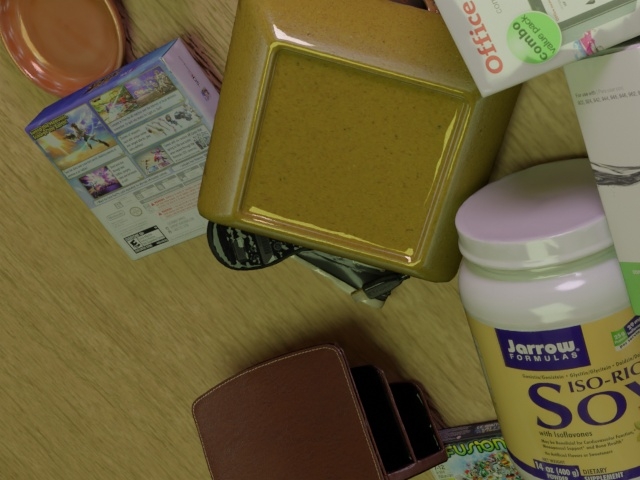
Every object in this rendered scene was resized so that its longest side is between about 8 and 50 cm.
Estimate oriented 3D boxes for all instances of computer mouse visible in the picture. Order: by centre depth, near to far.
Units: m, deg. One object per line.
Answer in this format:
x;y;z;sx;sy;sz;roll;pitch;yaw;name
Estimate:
0.000;0.000;1.496;0.262;0.060;0.184;-22;97;5;computer mouse

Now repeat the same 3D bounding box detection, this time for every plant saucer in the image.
0.037;-0.108;1.349;0.333;0.081;0.332;15;120;0;plant saucer
-0.340;-0.284;1.568;0.200;0.037;0.200;13;124;20;plant saucer

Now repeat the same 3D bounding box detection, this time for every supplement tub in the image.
0.293;0.098;1.332;0.241;0.241;0.331;-6;116;31;supplement tub

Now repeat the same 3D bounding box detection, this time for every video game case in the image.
-0.221;-0.112;1.572;0.270;0.061;0.244;-19;119;35;video game case

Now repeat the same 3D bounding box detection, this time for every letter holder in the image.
-0.012;0.262;1.653;0.302;0.152;0.214;-27;79;37;letter holder

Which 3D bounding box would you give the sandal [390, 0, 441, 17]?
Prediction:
0.118;-0.251;1.335;0.180;0.049;0.072;39;129;1;sandal

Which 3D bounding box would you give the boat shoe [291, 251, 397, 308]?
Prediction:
0.009;0.010;1.554;0.206;0.075;0.065;33;101;8;boat shoe

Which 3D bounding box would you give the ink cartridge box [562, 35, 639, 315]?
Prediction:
0.378;-0.084;1.162;0.115;0.198;0.272;2;112;62;ink cartridge box

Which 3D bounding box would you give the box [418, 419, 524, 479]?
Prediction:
0.247;0.301;1.611;0.207;0.036;0.114;-17;109;35;box

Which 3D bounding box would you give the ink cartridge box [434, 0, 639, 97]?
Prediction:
0.250;-0.297;1.126;0.270;0.197;0.198;-21;107;29;ink cartridge box
